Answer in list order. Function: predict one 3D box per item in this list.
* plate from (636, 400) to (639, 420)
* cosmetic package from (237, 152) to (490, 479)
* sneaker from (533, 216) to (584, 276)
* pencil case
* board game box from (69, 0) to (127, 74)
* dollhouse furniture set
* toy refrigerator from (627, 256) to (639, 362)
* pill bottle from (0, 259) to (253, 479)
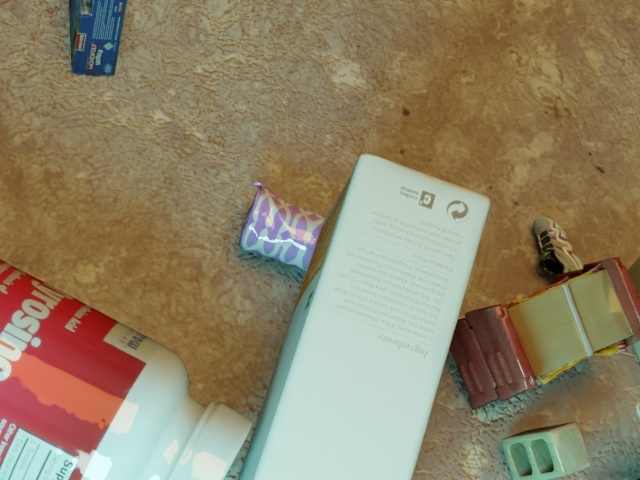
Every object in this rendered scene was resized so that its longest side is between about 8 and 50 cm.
[{"bbox_3d":[0.530,0.290,1.761,0.278,0.045,0.277,1,38,-20],"label":"plate"},{"bbox_3d":[0.032,0.160,1.704,0.161,0.230,0.453,20,67,-4],"label":"cosmetic package"},{"bbox_3d":[0.302,0.012,2.017,0.069,0.038,0.098,-13,61,-50],"label":"sneaker"},{"bbox_3d":[0.000,0.000,1.916,0.206,0.086,0.088,19,91,-7],"label":"pencil case"},{"bbox_3d":[-0.293,-0.353,2.001,0.060,0.194,0.194,2,46,-17],"label":"board game box"},{"bbox_3d":[0.319,0.229,1.870,0.201,0.152,0.374,-18,85,-26],"label":"dollhouse furniture set"},{"bbox_3d":[0.479,0.152,1.964,0.094,0.102,0.269,-6,62,-20],"label":"toy refrigerator"},{"bbox_3d":[-0.291,0.177,1.643,0.408,0.229,0.229,28,57,0],"label":"pill bottle"}]
